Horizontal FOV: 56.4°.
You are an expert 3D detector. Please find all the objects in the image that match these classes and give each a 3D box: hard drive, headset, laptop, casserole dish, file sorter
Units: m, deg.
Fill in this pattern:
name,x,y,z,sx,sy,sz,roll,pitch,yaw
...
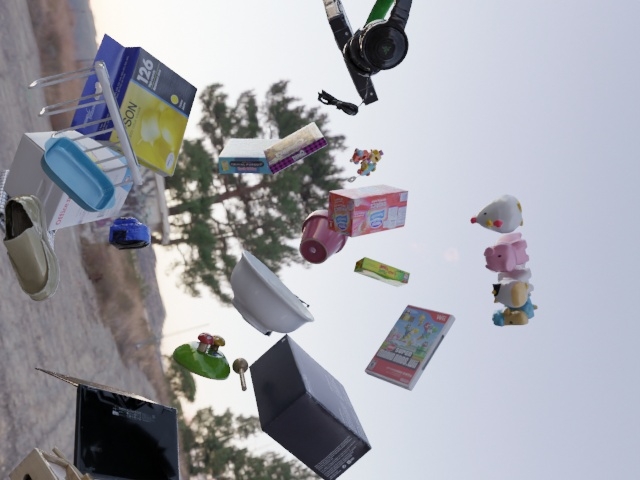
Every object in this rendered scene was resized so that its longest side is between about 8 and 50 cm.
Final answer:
name,x,y,z,sx,sy,sz,roll,pitch,yaw
hard drive,0.102,-0.661,2.057,0.237,0.064,0.339,-98,163,-48
headset,0.129,-0.547,1.676,0.243,0.185,0.394,-153,-99,-73
laptop,-0.663,0.580,1.854,0.382,0.236,0.408,35,33,-47
casserole dish,-0.519,-0.135,1.272,0.188,0.037,0.114,51,27,-27
file sorter,-0.553,-0.263,1.413,0.193,0.173,0.277,-135,-150,-62

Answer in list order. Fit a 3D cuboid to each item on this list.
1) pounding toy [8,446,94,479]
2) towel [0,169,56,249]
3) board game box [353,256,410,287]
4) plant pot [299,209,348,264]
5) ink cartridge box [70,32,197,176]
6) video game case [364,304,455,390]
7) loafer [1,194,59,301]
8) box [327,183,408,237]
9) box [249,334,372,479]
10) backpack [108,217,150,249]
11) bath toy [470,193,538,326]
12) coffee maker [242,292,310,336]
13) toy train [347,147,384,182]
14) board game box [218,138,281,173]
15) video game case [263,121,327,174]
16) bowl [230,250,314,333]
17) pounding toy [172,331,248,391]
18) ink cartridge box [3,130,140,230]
name,x,y,z,sx,sy,sz,roll,pitch,yaw
pounding toy,-0.634,0.583,1.426,0.181,0.094,0.206,31,-19,36
towel,-0.982,-0.077,2.012,0.283,0.121,0.235,82,-11,-46
board game box,0.221,0.115,2.159,0.092,0.181,0.043,141,-33,-68
plant pot,0.000,0.000,2.507,0.180,0.201,0.201,-58,155,-52
ink cartridge box,-0.513,-0.381,1.696,0.072,0.307,0.303,0,-110,37
video game case,0.290,0.341,1.945,0.204,0.285,0.025,8,-36,52
loafer,-0.699,0.015,1.414,0.092,0.102,0.268,29,42,-76
box,0.182,-0.117,2.276,0.142,0.300,0.154,21,-65,45
box,-0.043,0.518,1.873,0.312,0.179,0.343,47,4,-23
backpack,-0.624,-0.023,1.969,0.098,0.120,0.101,84,6,-79
bath toy,0.479,0.053,1.560,0.151,0.129,0.348,-80,155,-68
coffee maker,-0.163,0.250,2.106,0.171,0.178,0.120,29,-10,23
toy train,0.130,-0.251,1.881,0.166,0.125,0.046,108,-41,-63
board game box,-0.315,-0.393,2.753,0.336,0.254,0.079,-88,178,-67
video game case,-0.099,-0.350,2.246,0.042,0.232,0.210,60,4,-27
bowl,-0.166,0.176,1.747,0.298,0.134,0.298,45,0,0
pounding toy,-0.312,0.337,1.787,0.110,0.237,0.183,-66,-168,3
ink cartridge box,-0.707,-0.180,1.711,0.197,0.270,0.198,39,-66,12
